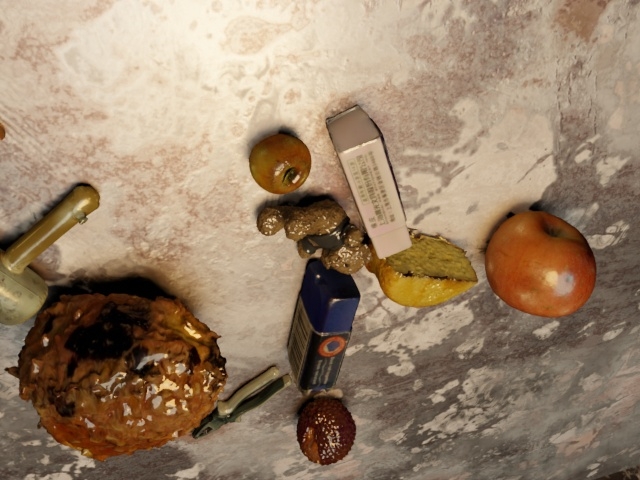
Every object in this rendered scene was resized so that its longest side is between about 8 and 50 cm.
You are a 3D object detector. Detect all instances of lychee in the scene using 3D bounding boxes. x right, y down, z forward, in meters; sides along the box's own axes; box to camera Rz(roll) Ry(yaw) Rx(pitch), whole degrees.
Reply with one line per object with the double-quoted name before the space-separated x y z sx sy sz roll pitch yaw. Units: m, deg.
"lychee" 0.026 0.554 1.493 0.188 0.188 0.188 -10 130 -12

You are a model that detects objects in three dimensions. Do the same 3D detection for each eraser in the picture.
"eraser" 0.100 -0.107 1.009 0.086 0.130 0.287 -23 133 2
"eraser" -0.001 0.210 1.215 0.101 0.155 0.332 -1 127 -22

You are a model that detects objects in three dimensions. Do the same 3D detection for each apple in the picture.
"apple" 0.519 0.052 1.206 0.253 0.254 0.254 -10 130 -12
"apple" -0.076 -0.144 0.937 0.114 0.102 0.099 -44 142 8

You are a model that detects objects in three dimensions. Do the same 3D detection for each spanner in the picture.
"spanner" -0.225 0.454 1.405 0.324 0.040 0.096 -36 130 9

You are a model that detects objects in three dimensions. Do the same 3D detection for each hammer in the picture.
"hammer" -0.516 0.010 0.912 0.305 0.113 0.202 -37 134 0

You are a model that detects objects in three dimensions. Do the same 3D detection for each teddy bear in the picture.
"teddy bear" 0.007 -0.019 1.055 0.251 0.181 0.129 35 74 -36

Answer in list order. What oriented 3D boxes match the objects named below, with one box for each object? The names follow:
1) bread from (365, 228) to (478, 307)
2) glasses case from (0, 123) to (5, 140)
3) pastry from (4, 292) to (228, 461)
"bread" 0.215 0.074 1.181 0.260 0.160 0.147 5 132 -30
"glasses case" -0.580 -0.143 0.793 0.169 0.041 0.065 -30 120 6
"pastry" -0.403 0.253 1.013 0.404 0.293 0.337 -26 135 24
